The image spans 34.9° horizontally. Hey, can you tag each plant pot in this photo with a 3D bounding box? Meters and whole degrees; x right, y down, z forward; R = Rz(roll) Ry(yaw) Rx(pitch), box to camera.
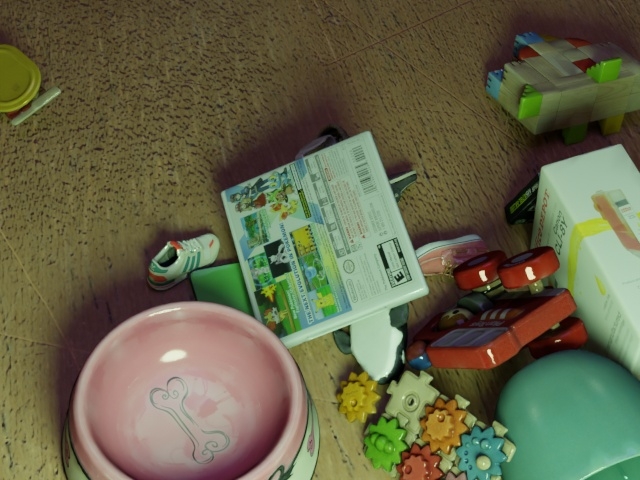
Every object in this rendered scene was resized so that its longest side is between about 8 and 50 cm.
[{"bbox_3d":[0.399,0.312,1.562,0.293,0.293,0.235,-9,47,-16],"label":"plant pot"}]

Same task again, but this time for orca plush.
[{"bbox_3d":[0.098,0.137,1.804,0.151,0.102,0.287,-44,46,13],"label":"orca plush"}]

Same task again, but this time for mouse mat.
[{"bbox_3d":[-0.140,0.119,1.798,0.152,0.007,0.190,-10,60,-17],"label":"mouse mat"}]

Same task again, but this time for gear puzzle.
[{"bbox_3d":[0.140,0.296,1.589,0.044,0.175,0.339,21,8,-47],"label":"gear puzzle"}]

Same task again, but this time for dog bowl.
[{"bbox_3d":[-0.199,0.269,1.560,0.408,0.150,0.408,2,54,-3],"label":"dog bowl"}]

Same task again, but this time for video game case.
[{"bbox_3d":[0.000,0.000,1.787,0.300,0.036,0.329,-22,64,9],"label":"video game case"}]

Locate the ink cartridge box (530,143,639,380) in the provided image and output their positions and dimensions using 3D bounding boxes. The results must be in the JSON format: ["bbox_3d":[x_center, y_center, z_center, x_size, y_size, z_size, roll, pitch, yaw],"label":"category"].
[{"bbox_3d":[0.515,0.071,1.768,0.160,0.279,0.385,-15,53,-6],"label":"ink cartridge box"}]

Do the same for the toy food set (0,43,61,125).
[{"bbox_3d":[-0.616,-0.303,2.055,0.128,0.071,0.218,-45,64,-10],"label":"toy food set"}]

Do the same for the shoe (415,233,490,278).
[{"bbox_3d":[0.246,0.045,1.895,0.178,0.063,0.081,-15,49,-26],"label":"shoe"}]

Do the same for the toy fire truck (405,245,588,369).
[{"bbox_3d":[0.272,0.138,1.692,0.254,0.302,0.169,-26,98,-28],"label":"toy fire truck"}]

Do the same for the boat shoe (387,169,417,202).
[{"bbox_3d":[0.119,-0.081,1.998,0.206,0.075,0.065,-30,103,-35],"label":"boat shoe"}]

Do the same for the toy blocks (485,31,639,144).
[{"bbox_3d":[0.522,-0.366,2.236,0.381,0.191,0.261,-15,43,-21],"label":"toy blocks"}]

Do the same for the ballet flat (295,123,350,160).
[{"bbox_3d":[-0.025,-0.100,1.932,0.123,0.123,0.348,23,49,10],"label":"ballet flat"}]

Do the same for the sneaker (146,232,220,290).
[{"bbox_3d":[-0.242,0.025,1.825,0.161,0.075,0.057,-33,62,-31],"label":"sneaker"}]

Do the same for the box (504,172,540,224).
[{"bbox_3d":[0.475,-0.085,1.963,0.190,0.184,0.045,-5,74,-14],"label":"box"}]
